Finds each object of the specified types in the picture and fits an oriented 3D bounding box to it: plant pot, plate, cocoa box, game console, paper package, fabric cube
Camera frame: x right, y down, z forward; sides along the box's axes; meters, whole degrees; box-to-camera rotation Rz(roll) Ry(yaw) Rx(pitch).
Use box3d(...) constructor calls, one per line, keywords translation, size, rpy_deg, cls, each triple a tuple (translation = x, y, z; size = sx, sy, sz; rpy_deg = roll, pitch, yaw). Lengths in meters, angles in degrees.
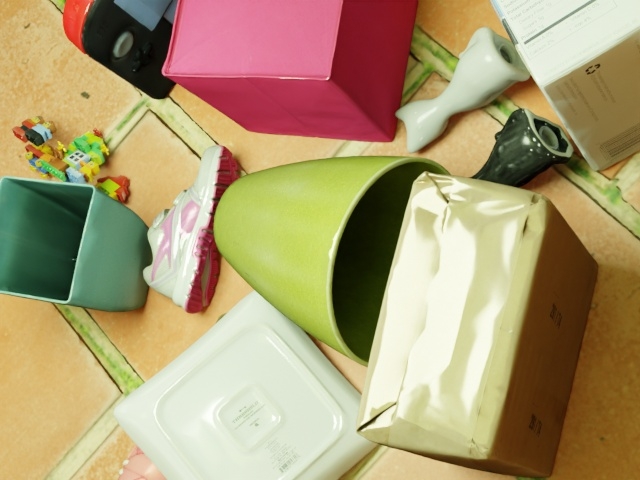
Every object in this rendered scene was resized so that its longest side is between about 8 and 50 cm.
box3d(translation=(0.000, 0.000, 1.524), size=(0.293, 0.274, 0.275), rpy_deg=(16, 84, 41), cls="plant pot")
box3d(translation=(-0.095, 0.241, 1.530), size=(0.277, 0.045, 0.278), rpy_deg=(-40, 77, -12), cls="plate")
box3d(translation=(0.351, -0.275, 1.371), size=(0.231, 0.347, 0.228), rpy_deg=(-30, 67, 15), cls="cocoa box")
box3d(translation=(-0.198, -0.406, 1.646), size=(0.060, 0.342, 0.387), rpy_deg=(33, 91, 19), cls="game console")
box3d(translation=(0.196, 0.116, 1.355), size=(0.168, 0.325, 0.310), rpy_deg=(11, 81, 25), cls="paper package")
box3d(translation=(-0.034, -0.300, 1.595), size=(0.259, 0.258, 0.254), rpy_deg=(6, 81, 25), cls="fabric cube")
box3d(translation=(-0.352, 0.022, 1.664), size=(0.165, 0.234, 0.166), rpy_deg=(7, 80, 24), cls="plant pot")

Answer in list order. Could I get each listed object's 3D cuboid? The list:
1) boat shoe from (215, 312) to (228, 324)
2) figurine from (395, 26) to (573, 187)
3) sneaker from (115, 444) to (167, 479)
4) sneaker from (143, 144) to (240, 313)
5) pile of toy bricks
box3d(translation=(-0.089, 0.144, 1.626), size=(0.135, 0.045, 0.050), rpy_deg=(22, 76, 24), cls="boat shoe")
box3d(translation=(0.204, -0.145, 1.535), size=(0.209, 0.092, 0.215), rpy_deg=(-37, 63, 35), cls="figurine")
box3d(translation=(-0.245, 0.357, 1.622), size=(0.314, 0.116, 0.136), rpy_deg=(-35, 56, 4), cls="sneaker")
box3d(translation=(-0.198, -0.026, 1.680), size=(0.111, 0.103, 0.252), rpy_deg=(15, 83, 20), cls="sneaker")
box3d(translation=(-0.386, -0.139, 1.803), size=(0.105, 0.118, 0.212), rpy_deg=(-39, 50, -25), cls="pile of toy bricks")
